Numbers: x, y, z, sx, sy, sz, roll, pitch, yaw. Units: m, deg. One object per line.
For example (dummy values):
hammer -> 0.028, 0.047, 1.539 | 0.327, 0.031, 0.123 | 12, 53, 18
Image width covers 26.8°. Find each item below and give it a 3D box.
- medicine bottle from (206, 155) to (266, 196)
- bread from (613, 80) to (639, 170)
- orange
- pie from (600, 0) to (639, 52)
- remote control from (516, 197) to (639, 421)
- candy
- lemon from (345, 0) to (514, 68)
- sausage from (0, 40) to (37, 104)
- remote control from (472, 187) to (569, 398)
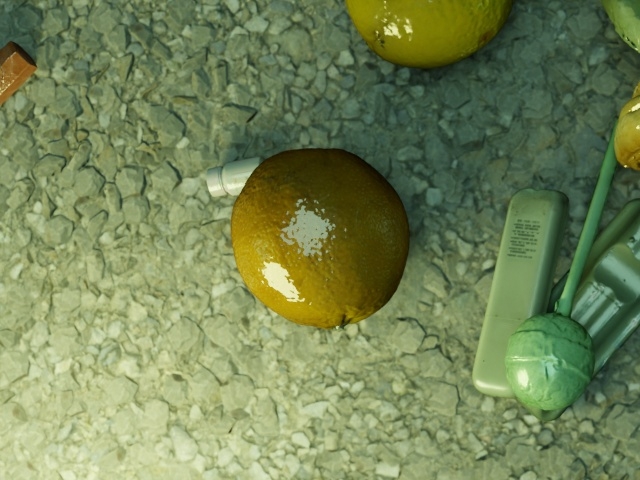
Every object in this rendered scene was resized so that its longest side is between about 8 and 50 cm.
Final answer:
medicine bottle -> -0.123, -0.094, 2.020 | 0.089, 0.052, 0.052 | -10, 84, 11
bread -> 0.516, -0.162, 1.806 | 0.236, 0.198, 0.120 | -3, 69, 1
orange -> 0.000, 0.000, 1.897 | 0.264, 0.264, 0.264 | -1, 86, 12
pie -> 0.529, -0.314, 1.774 | 0.296, 0.078, 0.371 | -17, 44, -18
remote control -> 0.383, 0.098, 1.888 | 0.128, 0.065, 0.335 | 41, 95, 15
candy -> 0.355, 0.022, 1.835 | 0.119, 0.119, 0.440 | 15, 71, 13
lemon -> 0.160, -0.359, 1.891 | 0.254, 0.228, 0.228 | -9, 84, 11
sausage -> -0.527, -0.238, 2.114 | 0.169, 0.065, 0.065 | -41, 79, 8
remote control -> 0.281, 0.070, 1.891 | 0.090, 0.038, 0.309 | 5, 75, 32
